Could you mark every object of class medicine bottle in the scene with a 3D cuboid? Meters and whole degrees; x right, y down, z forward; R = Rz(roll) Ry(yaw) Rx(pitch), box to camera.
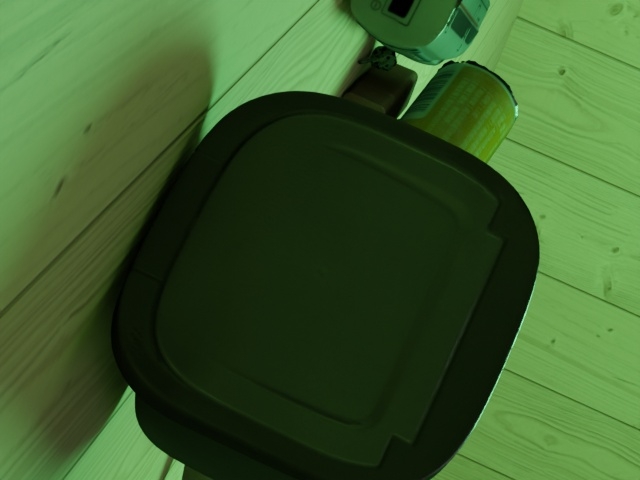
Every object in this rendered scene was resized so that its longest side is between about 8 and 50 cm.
[{"bbox_3d":[0.046,-0.001,1.586,0.426,0.108,0.108,-52,167,-36],"label":"medicine bottle"}]

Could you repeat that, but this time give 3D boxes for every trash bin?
[{"bbox_3d":[-0.011,0.059,1.138,0.220,0.219,0.250,-61,179,-20],"label":"trash bin"}]

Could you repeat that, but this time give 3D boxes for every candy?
[{"bbox_3d":[0.051,-0.166,1.665,0.083,0.023,0.025,-30,110,-69],"label":"candy"}]

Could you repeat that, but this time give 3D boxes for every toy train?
[{"bbox_3d":[0.094,-0.201,1.587,0.407,0.086,0.088,-21,134,-82],"label":"toy train"}]

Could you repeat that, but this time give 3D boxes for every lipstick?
[{"bbox_3d":[0.052,-0.131,1.697,0.045,0.045,0.145,-67,173,23],"label":"lipstick"}]

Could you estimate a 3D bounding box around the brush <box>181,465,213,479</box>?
[{"bbox_3d":[-0.135,0.277,1.593,0.067,0.072,0.313,-9,124,-66],"label":"brush"}]
